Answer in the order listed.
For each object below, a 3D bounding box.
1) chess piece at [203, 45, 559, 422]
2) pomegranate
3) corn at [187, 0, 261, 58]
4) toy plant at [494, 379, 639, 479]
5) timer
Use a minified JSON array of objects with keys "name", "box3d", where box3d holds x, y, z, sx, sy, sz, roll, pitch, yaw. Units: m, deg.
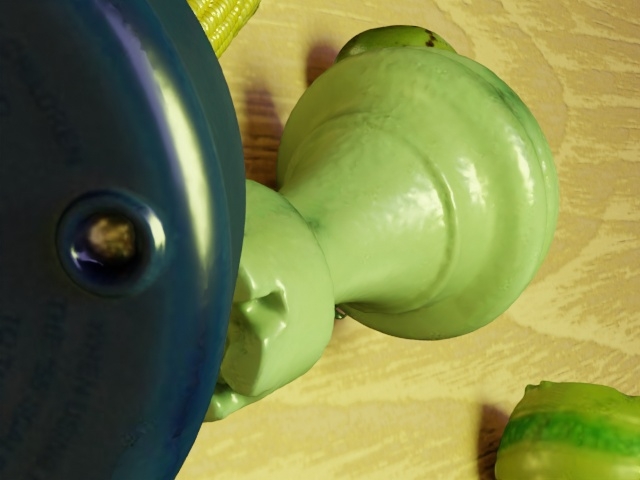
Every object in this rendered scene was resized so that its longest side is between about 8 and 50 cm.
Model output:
[{"name":"chess piece","box3d":[0.000,0.000,0.906,0.299,0.195,0.194,-27,101,-54]},{"name":"pomegranate","box3d":[0.049,-0.092,1.120,0.114,0.115,0.142,61,43,-26]},{"name":"corn","box3d":[-0.086,-0.132,0.915,0.072,0.072,0.203,62,30,-24]},{"name":"toy plant","box3d":[0.212,0.284,1.203,0.224,0.185,0.315,35,62,-45]},{"name":"timer","box3d":[-0.134,-0.039,0.618,0.383,0.270,0.270,-59,129,-73]}]
